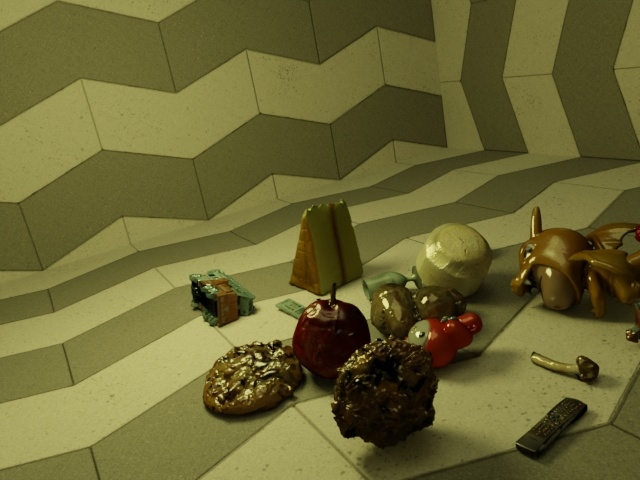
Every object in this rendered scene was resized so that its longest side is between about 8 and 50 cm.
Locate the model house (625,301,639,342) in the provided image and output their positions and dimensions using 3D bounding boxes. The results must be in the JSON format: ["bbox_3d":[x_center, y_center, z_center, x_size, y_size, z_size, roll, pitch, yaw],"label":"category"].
[{"bbox_3d":[0.860,0.214,1.459,0.148,0.148,0.119,-31,28,-17],"label":"model house"}]

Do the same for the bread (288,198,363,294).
[{"bbox_3d":[0.000,0.000,2.233,0.233,0.362,0.245,-23,24,-31],"label":"bread"}]

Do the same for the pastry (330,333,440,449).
[{"bbox_3d":[0.151,0.347,1.254,0.274,0.275,0.193,-18,40,-21],"label":"pastry"}]

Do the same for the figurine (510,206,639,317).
[{"bbox_3d":[0.806,0.067,1.711,0.387,0.268,0.401,15,36,32],"label":"figurine"}]

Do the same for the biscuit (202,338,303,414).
[{"bbox_3d":[-0.196,0.380,1.645,0.289,0.081,0.334,-11,19,2],"label":"biscuit"}]

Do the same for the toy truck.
[{"bbox_3d":[-0.393,0.208,2.211,0.184,0.133,0.338,-9,18,-28],"label":"toy truck"}]

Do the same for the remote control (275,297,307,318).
[{"bbox_3d":[-0.099,0.250,2.065,0.061,0.029,0.162,-24,27,-30],"label":"remote control"}]

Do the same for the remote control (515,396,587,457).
[{"bbox_3d":[0.507,0.405,1.240,0.212,0.028,0.059,-22,17,-32],"label":"remote control"}]

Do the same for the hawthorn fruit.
[{"bbox_3d":[0.033,0.250,1.624,0.230,0.266,0.210,2,3,26],"label":"hawthorn fruit"}]

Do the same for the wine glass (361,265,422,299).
[{"bbox_3d":[0.255,0.155,2.042,0.202,0.093,0.093,-11,18,-11],"label":"wine glass"}]

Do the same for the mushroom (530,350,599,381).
[{"bbox_3d":[0.608,0.308,1.434,0.060,0.061,0.187,-30,21,-33],"label":"mushroom"}]

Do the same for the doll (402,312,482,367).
[{"bbox_3d":[0.312,0.280,1.563,0.290,0.130,0.161,-24,11,7],"label":"doll"}]

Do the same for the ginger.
[{"bbox_3d":[0.306,0.216,1.766,0.304,0.155,0.244,-1,12,5],"label":"ginger"}]

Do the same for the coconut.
[{"bbox_3d":[0.451,0.079,1.948,0.237,0.266,0.237,1,58,-2],"label":"coconut"}]
